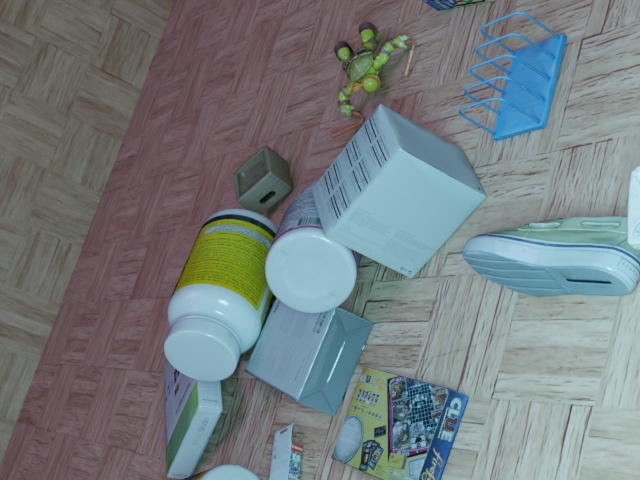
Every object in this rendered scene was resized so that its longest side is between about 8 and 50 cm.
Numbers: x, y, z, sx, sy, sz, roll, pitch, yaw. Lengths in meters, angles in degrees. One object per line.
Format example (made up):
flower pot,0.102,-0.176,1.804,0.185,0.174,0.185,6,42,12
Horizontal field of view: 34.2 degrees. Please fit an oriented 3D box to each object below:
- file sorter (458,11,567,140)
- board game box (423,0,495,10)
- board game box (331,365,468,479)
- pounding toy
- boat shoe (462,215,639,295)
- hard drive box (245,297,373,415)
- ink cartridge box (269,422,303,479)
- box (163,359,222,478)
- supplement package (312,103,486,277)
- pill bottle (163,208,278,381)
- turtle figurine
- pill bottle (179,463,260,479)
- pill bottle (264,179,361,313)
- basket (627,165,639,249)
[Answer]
file sorter,0.310,-0.270,1.708,0.118,0.104,0.170,-12,58,57
board game box,0.232,-0.499,1.985,0.193,0.147,0.045,13,79,61
board game box,0.120,0.296,1.637,0.243,0.042,0.165,5,72,61
pounding toy,-0.135,-0.125,2.387,0.141,0.100,0.130,-39,36,21
boat shoe,0.331,0.017,1.464,0.302,0.109,0.094,6,57,52
hard drive box,-0.026,0.198,1.917,0.232,0.089,0.181,16,81,62
ink cartridge box,-0.061,0.394,1.882,0.063,0.029,0.115,-35,39,44
box,-0.279,0.315,2.240,0.322,0.058,0.232,-100,29,-49
supplement package,0.129,-0.082,1.767,0.203,0.194,0.149,-50,32,25
pill bottle,-0.192,0.107,2.053,0.188,0.188,0.334,-40,22,39
turtle figurine,0.082,-0.359,2.191,0.269,0.087,0.217,-50,31,26
pill bottle,-0.227,0.517,1.926,0.278,0.162,0.162,-30,43,47
pill bottle,0.000,0.000,1.890,0.160,0.160,0.283,-51,9,24
basket,0.468,-0.045,1.252,0.167,0.103,0.113,-24,48,52
